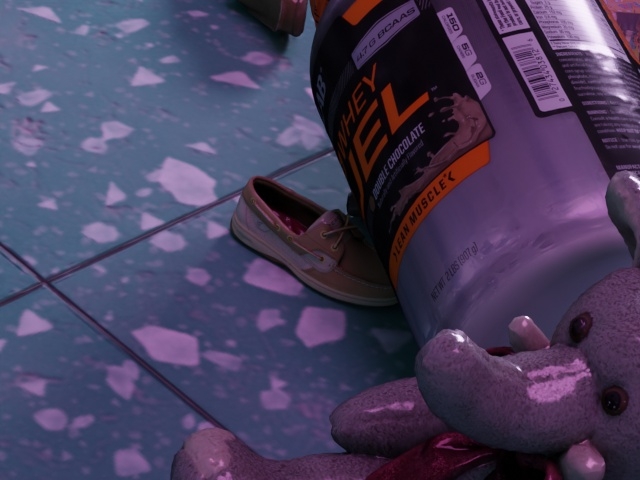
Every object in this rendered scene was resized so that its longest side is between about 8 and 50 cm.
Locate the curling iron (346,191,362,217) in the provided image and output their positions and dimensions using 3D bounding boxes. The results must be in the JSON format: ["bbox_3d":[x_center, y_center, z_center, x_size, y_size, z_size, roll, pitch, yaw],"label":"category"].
[{"bbox_3d":[0.155,-0.010,1.351,0.274,0.035,0.068,11,37,-4],"label":"curling iron"}]

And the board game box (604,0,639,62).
[{"bbox_3d":[0.267,-0.160,1.473,0.160,0.047,0.210,12,76,-3],"label":"board game box"}]

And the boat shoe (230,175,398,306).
[{"bbox_3d":[0.000,0.000,1.280,0.135,0.045,0.050,26,38,16],"label":"boat shoe"}]

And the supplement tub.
[{"bbox_3d":[0.117,-0.066,1.235,0.207,0.207,0.338,-4,48,-22],"label":"supplement tub"}]

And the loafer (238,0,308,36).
[{"bbox_3d":[-0.049,-0.207,1.532,0.050,0.056,0.148,-3,30,-20],"label":"loafer"}]

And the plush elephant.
[{"bbox_3d":[0.120,0.120,0.984,0.330,0.255,0.272,-3,40,-21],"label":"plush elephant"}]
